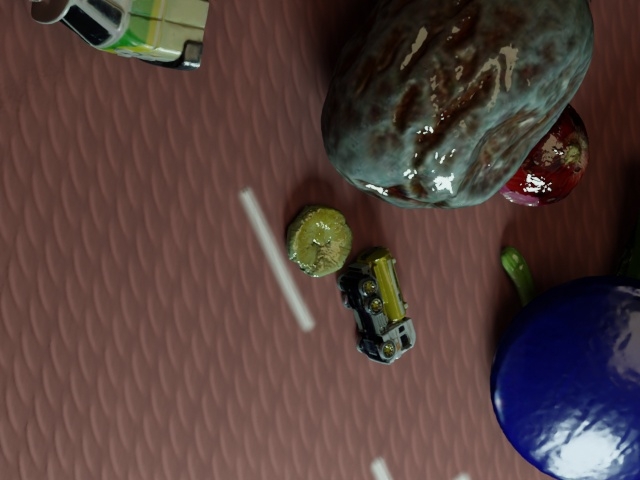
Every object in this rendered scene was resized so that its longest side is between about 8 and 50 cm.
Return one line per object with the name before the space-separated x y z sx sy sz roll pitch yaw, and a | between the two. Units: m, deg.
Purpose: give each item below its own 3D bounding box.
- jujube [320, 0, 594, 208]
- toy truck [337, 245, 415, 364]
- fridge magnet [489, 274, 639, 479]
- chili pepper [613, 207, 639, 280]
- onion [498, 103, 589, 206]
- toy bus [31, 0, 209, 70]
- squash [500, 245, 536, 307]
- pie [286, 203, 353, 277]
jujube | 0.135 -0.169 1.748 0.308 0.215 0.246 -46 158 -11
toy truck | 0.066 0.072 1.851 0.063 0.052 0.123 -28 111 -29
fridge magnet | 0.331 0.164 1.947 0.266 0.112 0.265 1 108 2
chili pepper | 0.382 0.076 2.025 0.085 0.076 0.359 -15 118 -65
onion | 0.244 -0.103 1.884 0.131 0.131 0.131 -6 102 -29
toy bus | -0.176 -0.326 1.583 0.179 0.143 0.305 8 96 -28
squash | 0.237 0.045 1.961 0.027 0.027 0.089 -38 117 -19
pie | 0.000 0.000 1.818 0.084 0.020 0.084 -8 105 -29
